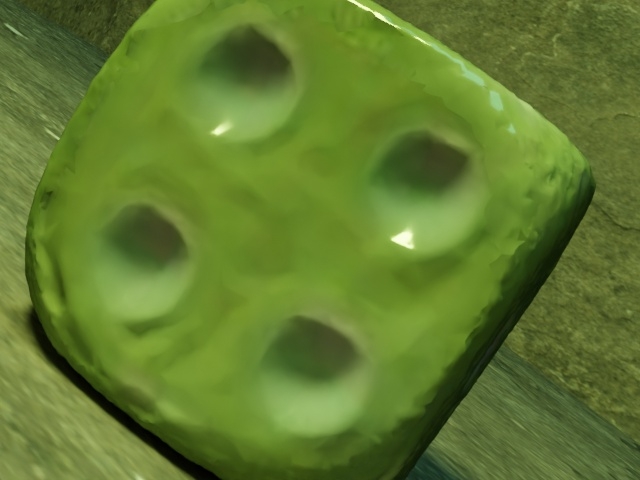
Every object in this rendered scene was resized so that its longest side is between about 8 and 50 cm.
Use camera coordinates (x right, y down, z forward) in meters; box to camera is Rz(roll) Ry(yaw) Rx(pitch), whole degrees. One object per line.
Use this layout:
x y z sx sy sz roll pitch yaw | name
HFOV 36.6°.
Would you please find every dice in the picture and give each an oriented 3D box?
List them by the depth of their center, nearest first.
0.000 0.000 0.592 0.250 0.252 0.254 35 4 14 | dice
